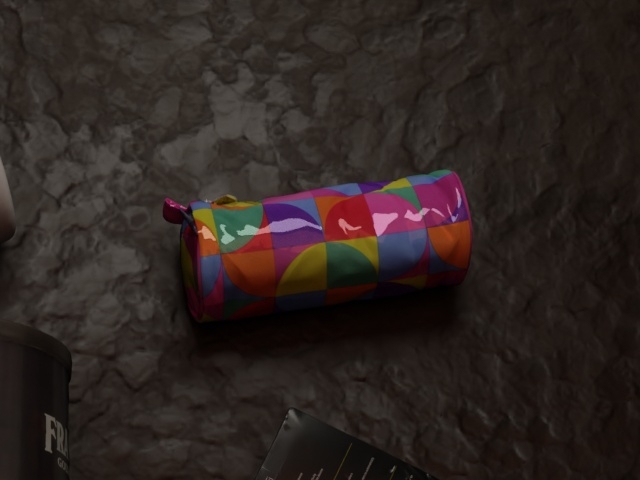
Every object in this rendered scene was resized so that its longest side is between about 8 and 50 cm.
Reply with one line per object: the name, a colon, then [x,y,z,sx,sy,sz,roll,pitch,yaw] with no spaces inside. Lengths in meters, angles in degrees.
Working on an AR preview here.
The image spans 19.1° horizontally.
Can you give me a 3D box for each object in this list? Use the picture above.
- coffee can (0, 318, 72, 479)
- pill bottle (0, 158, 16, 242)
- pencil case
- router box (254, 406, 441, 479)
coffee can: [-0.271,0.212,1.309,0.201,0.201,0.275,0,68,-8]
pill bottle: [-0.357,-0.028,1.437,0.229,0.131,0.131,-20,71,-15]
pencil case: [0.000,0.000,1.497,0.236,0.104,0.104,-5,68,-12]
router box: [-0.003,0.232,1.422,0.133,0.046,0.179,27,67,3]
